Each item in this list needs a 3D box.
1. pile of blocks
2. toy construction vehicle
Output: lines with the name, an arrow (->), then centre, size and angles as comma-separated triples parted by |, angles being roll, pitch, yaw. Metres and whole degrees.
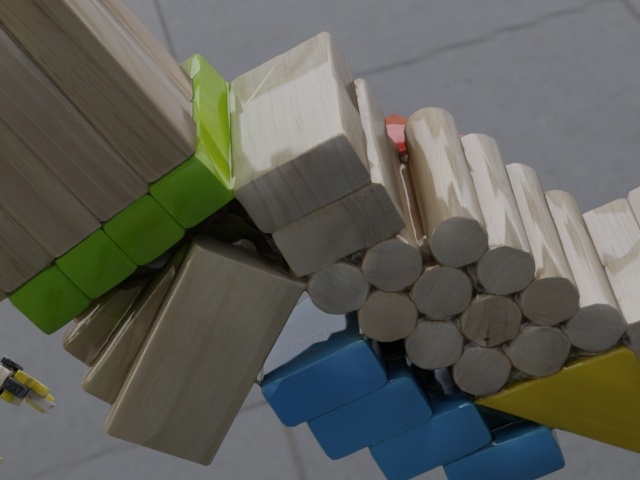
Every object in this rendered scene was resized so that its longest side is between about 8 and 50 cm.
pile of blocks -> 0.000, 0.000, 0.616 | 0.362, 0.149, 0.112 | 23, 26, -16
toy construction vehicle -> -0.201, 0.119, 1.055 | 0.035, 0.098, 0.086 | 30, 79, 9
